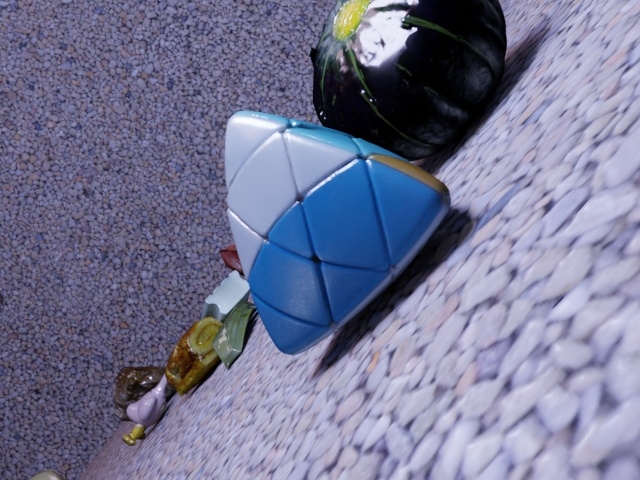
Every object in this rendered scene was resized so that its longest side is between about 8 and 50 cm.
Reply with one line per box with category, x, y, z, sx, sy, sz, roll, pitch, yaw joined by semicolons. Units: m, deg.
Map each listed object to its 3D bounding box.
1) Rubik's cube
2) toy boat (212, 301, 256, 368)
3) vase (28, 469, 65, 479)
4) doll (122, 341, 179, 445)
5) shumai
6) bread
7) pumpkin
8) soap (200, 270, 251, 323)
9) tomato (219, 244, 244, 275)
Rubik's cube;0.015;-0.052;0.635;0.254;0.254;0.254;-51;6;7
toy boat;-0.182;0.190;1.412;0.093;0.055;0.293;-53;5;10
vase;-0.526;0.553;1.009;0.329;0.241;0.302;-49;-2;26
doll;-0.414;0.386;1.789;0.365;0.094;0.160;-51;-2;-6
shumai;-0.526;0.475;1.975;0.218;0.184;0.185;-13;73;62
bread;-0.291;0.267;1.532;0.172;0.103;0.132;-50;4;43
pumpkin;0.135;-0.238;0.919;0.296;0.296;0.296;-51;6;7
soap;-0.237;0.175;1.613;0.119;0.066;0.198;-48;-11;-36
tomato;-0.127;0.031;1.618;0.228;0.101;0.228;-20;4;2
